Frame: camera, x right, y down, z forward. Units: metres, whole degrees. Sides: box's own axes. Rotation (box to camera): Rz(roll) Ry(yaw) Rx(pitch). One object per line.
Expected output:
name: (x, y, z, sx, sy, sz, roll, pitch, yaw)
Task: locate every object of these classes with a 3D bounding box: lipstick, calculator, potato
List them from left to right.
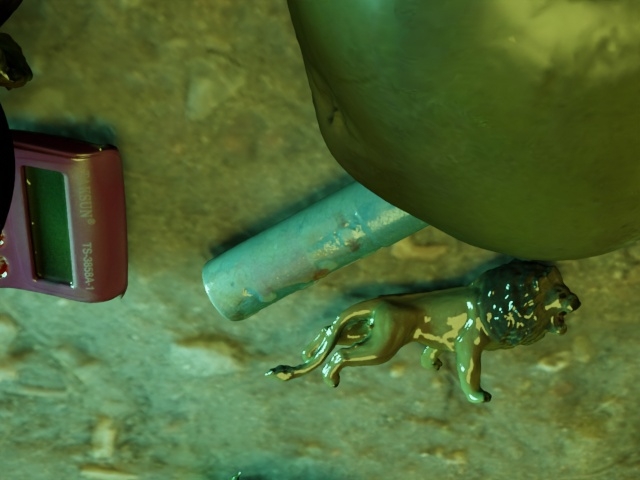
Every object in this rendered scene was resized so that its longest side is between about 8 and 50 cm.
calculator: (-0.217, -0.019, 0.793, 0.191, 0.034, 0.126, 4, 132, -1)
lipstick: (0.000, 0.000, 0.814, 0.158, 0.048, 0.048, -28, 127, 19)
potato: (0.104, -0.132, 0.592, 0.243, 0.221, 0.326, -5, 135, -12)

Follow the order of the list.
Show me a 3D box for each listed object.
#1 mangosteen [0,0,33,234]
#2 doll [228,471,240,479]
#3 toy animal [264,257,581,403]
mangosteen: (-0.230, -0.075, 0.620, 0.289, 0.231, 0.231, -36, 125, 14)
doll: (0.031, 0.264, 1.004, 0.271, 0.144, 0.208, -5, 152, 4)
toy animal: (0.069, 0.072, 0.873, 0.220, 0.069, 0.086, -15, 109, 3)
